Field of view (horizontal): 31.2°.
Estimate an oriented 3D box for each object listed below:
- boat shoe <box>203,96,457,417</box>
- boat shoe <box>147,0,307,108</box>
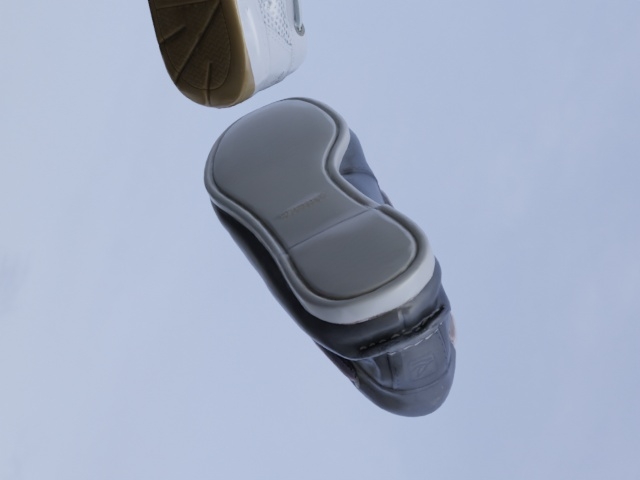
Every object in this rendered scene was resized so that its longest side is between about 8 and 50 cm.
[{"bbox_3d":[0.000,0.000,0.750,0.335,0.112,0.095,-122,-170,-62],"label":"boat shoe"},{"bbox_3d":[-0.063,-0.223,0.681,0.098,0.096,0.277,10,-63,38],"label":"boat shoe"}]
